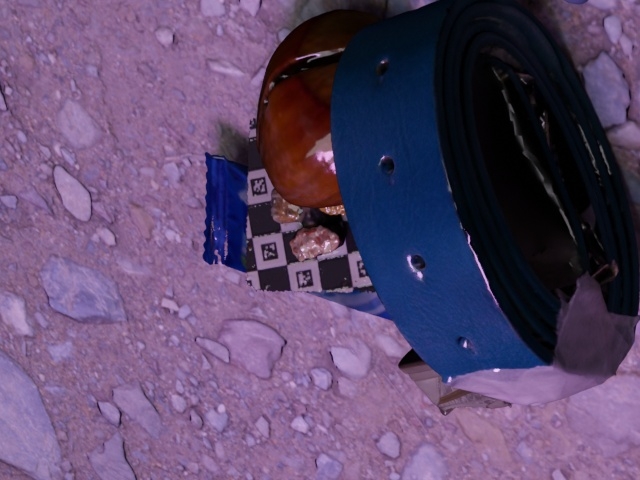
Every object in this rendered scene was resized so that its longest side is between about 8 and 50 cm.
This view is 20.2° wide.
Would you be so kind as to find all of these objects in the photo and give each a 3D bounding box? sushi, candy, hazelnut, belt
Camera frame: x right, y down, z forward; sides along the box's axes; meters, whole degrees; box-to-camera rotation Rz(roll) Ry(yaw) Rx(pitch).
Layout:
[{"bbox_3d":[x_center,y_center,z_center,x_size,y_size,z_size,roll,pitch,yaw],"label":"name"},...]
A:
[{"bbox_3d":[-0.012,-0.042,2.105,0.192,0.040,0.210,0,91,24],"label":"sushi"},{"bbox_3d":[0.000,0.000,2.188,0.331,0.077,0.187,20,131,22],"label":"candy"},{"bbox_3d":[0.007,-0.142,2.000,0.181,0.212,0.181,-10,148,11],"label":"hazelnut"},{"bbox_3d":[0.174,-0.039,1.871,0.173,0.300,0.436,-17,105,42],"label":"belt"}]

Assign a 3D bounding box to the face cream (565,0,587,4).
[{"bbox_3d":[0.334,-0.374,1.682,0.135,0.086,0.385,41,130,3],"label":"face cream"}]

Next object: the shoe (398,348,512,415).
[{"bbox_3d":[0.217,0.147,2.116,0.275,0.103,0.098,-14,112,48],"label":"shoe"}]
